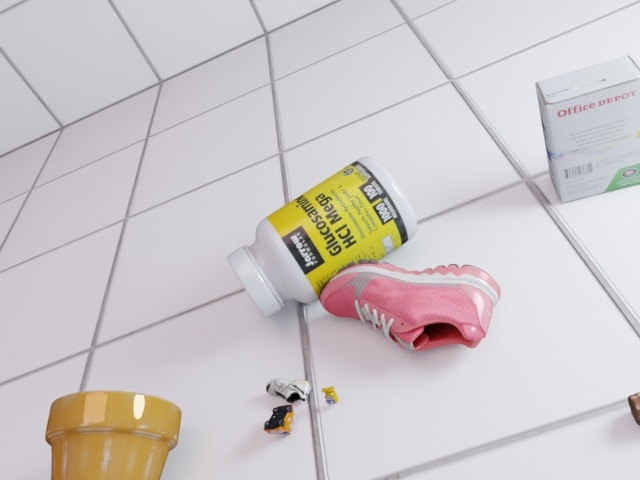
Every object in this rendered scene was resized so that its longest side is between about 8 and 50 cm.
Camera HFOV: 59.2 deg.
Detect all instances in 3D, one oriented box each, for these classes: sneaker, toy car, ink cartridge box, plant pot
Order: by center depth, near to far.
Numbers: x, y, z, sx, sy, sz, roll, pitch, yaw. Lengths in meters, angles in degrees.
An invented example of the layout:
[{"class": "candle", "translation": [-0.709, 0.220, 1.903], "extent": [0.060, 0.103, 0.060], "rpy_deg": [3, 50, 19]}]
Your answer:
[{"class": "plant pot", "translation": [-0.332, 0.358, 0.882], "extent": [0.205, 0.205, 0.187], "rpy_deg": [-14, 55, 18]}, {"class": "toy car", "translation": [-0.027, 0.279, 0.892], "extent": [0.122, 0.040, 0.060], "rpy_deg": [-22, 17, 12]}, {"class": "sneaker", "translation": [0.127, 0.114, 0.927], "extent": [0.314, 0.115, 0.136], "rpy_deg": [-4, 45, 28]}, {"class": "sneaker", "translation": [-0.058, 0.254, 0.947], "extent": [0.083, 0.031, 0.036], "rpy_deg": [-9, 41, 24]}, {"class": "ink cartridge box", "translation": [0.473, -0.189, 0.979], "extent": [0.155, 0.212, 0.093], "rpy_deg": [-15, 39, 18]}]

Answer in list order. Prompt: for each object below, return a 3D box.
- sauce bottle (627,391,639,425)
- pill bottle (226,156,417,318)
[{"class": "sauce bottle", "translation": [0.452, 0.196, 0.694], "extent": [0.128, 0.042, 0.042], "rpy_deg": [-16, 39, 12]}, {"class": "pill bottle", "translation": [0.000, 0.000, 1.076], "extent": [0.334, 0.187, 0.188], "rpy_deg": [-33, 38, -6]}]
